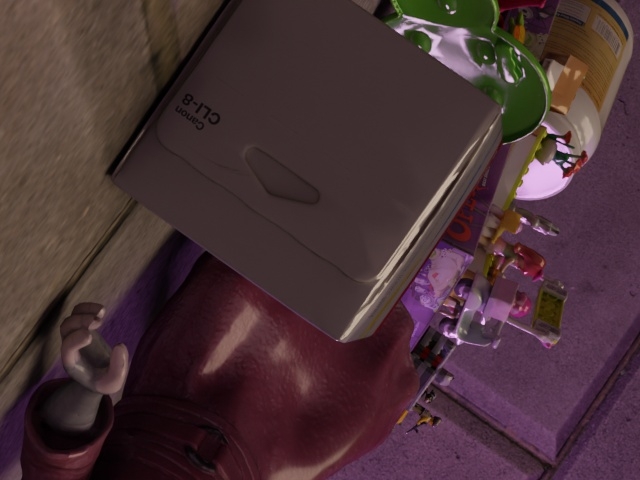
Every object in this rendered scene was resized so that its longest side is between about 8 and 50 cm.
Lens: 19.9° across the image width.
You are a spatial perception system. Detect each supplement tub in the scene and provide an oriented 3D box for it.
[{"bbox_3d":[0.218,-0.151,1.800,0.200,0.144,0.144,-63,-179,-39],"label":"supplement tub"}]

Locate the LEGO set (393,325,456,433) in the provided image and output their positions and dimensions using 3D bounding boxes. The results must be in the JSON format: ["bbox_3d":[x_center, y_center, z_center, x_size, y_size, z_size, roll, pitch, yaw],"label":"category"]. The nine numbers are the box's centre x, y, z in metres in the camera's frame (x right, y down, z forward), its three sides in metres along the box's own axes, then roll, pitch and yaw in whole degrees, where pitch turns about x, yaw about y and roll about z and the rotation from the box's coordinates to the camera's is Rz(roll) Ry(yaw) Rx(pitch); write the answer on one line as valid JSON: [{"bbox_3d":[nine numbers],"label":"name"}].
[{"bbox_3d":[0.000,0.174,1.761,0.255,0.192,0.331,-57,174,15],"label":"LEGO set"}]

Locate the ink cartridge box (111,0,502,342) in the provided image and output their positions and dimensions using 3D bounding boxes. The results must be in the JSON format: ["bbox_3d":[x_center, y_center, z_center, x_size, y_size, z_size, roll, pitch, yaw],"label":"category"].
[{"bbox_3d":[0.002,-0.038,0.857,0.127,0.128,0.176,-55,175,2],"label":"ink cartridge box"}]

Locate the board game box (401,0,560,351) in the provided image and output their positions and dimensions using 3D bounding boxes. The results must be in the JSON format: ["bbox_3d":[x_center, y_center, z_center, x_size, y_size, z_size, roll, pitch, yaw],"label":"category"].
[{"bbox_3d":[0.111,-0.049,1.541,0.208,0.056,0.347,-55,-172,45],"label":"board game box"}]

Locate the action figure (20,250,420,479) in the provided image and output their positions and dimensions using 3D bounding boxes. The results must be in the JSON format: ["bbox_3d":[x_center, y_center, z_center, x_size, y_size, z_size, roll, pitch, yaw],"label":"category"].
[{"bbox_3d":[-0.090,0.123,1.014,0.275,0.248,0.370,-23,-160,43],"label":"action figure"}]

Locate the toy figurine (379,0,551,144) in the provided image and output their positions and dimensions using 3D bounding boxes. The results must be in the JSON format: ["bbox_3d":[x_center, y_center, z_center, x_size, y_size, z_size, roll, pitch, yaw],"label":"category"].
[{"bbox_3d":[0.109,-0.178,1.212,0.173,0.130,0.159,73,33,-52],"label":"toy figurine"}]

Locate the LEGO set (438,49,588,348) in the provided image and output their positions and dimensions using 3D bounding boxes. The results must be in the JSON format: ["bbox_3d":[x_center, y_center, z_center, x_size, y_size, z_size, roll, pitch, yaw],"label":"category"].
[{"bbox_3d":[0.181,-0.016,1.515,0.287,0.107,0.132,-66,-177,-34],"label":"LEGO set"}]
